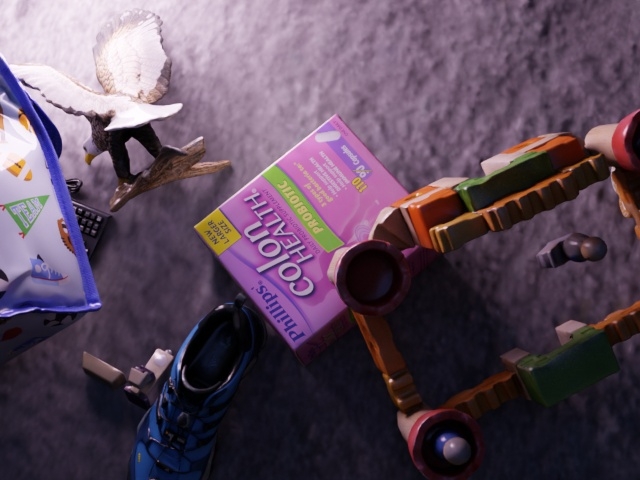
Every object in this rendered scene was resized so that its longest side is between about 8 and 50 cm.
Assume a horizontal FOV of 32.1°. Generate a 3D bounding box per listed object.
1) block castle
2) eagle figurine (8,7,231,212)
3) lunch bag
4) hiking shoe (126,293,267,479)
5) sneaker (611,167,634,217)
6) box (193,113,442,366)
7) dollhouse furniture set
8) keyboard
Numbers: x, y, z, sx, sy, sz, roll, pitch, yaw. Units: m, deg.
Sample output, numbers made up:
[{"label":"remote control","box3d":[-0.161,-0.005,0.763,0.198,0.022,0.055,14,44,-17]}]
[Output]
[{"label":"block castle","box3d":[0.257,0.052,1.296,0.453,0.213,0.303,-25,96,-8]},{"label":"eagle figurine","box3d":[-0.295,-0.189,1.506,0.225,0.226,0.298,-35,78,17]},{"label":"lunch bag","box3d":[-0.484,-0.025,1.401,0.327,0.239,0.386,-30,74,30]},{"label":"hiking shoe","box3d":[-0.171,0.209,1.400,0.113,0.132,0.304,21,79,10]},{"label":"sneaker","box3d":[0.413,-0.071,1.478,0.036,0.032,0.083,-9,78,-11]},{"label":"box","box3d":[0.000,0.000,1.453,0.243,0.117,0.213,-39,74,-5]},{"label":"dollhouse furniture set","box3d":[-0.254,0.151,1.462,0.114,0.091,0.081,26,63,15]},{"label":"keyboard","box3d":[-0.382,-0.047,1.557,0.180,0.023,0.108,21,77,11]}]
